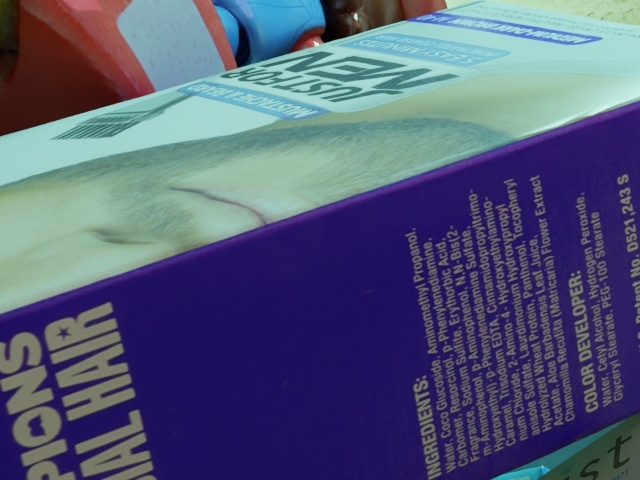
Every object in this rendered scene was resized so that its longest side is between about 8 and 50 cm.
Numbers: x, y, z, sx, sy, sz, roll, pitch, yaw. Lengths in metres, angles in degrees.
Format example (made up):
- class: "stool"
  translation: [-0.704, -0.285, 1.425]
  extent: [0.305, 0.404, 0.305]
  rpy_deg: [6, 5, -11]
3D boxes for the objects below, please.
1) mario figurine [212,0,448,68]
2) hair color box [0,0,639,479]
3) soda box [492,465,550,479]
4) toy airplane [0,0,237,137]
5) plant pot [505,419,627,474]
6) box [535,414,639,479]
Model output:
- class: "mario figurine"
  translation: [-0.052, -0.118, 0.930]
  extent: [0.321, 0.170, 0.198]
  rpy_deg: [-5, 99, -46]
- class: "hair color box"
  translation: [-0.030, 0.015, 0.482]
  extent: [0.339, 0.185, 0.110]
  rpy_deg: [-21, 111, -23]
- class: "soda box"
  translation: [0.135, 0.182, 0.770]
  extent: [0.210, 0.071, 0.067]
  rpy_deg: [34, 46, -46]
- class: "toy airplane"
  translation: [-0.220, -0.192, 0.579]
  extent: [0.384, 0.272, 0.386]
  rpy_deg: [0, 66, -30]
- class: "plant pot"
  translation: [0.195, 0.051, 0.941]
  extent: [0.293, 0.196, 0.293]
  rpy_deg: [35, 31, -25]
- class: "box"
  translation: [0.036, 0.213, 0.444]
  extent: [0.127, 0.262, 0.231]
  rpy_deg: [44, 29, -10]
